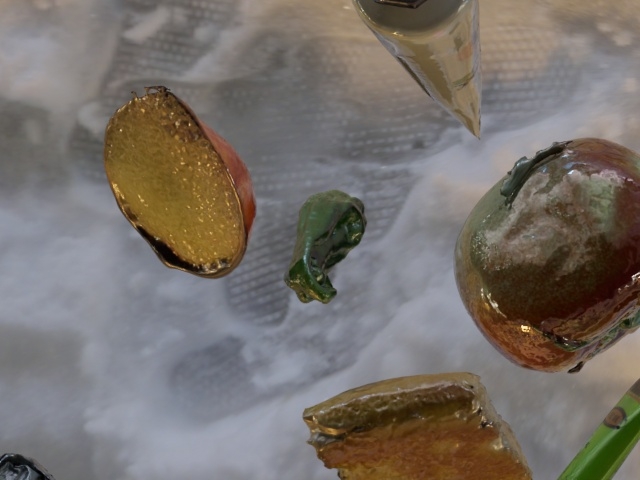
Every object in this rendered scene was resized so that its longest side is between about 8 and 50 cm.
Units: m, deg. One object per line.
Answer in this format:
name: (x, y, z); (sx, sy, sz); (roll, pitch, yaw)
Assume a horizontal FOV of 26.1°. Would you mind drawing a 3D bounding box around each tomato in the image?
tomato: (0.313, 0.013, 1.712); (0.303, 0.303, 0.239); (-42, 70, 17)

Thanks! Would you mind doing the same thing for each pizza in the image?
pizza: (0.100, 0.221, 1.290); (0.189, 0.071, 0.297); (-19, 133, 8)

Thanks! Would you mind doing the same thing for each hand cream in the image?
hand cream: (0.051, -0.095, 0.608); (0.050, 0.234, 0.080); (-15, 85, 10)
hand cream: (0.141, 0.120, 0.719); (0.023, 0.036, 0.122); (37, 92, -12)

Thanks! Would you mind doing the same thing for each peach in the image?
peach: (-0.147, -0.076, 1.492); (0.189, 0.068, 0.279); (22, 140, 15)

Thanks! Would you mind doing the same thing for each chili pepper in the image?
chili pepper: (0.006, 0.002, 1.603); (0.074, 0.257, 0.100); (-16, 109, 23)

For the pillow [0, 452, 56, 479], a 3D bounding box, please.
pillow: (-0.365, 0.355, 1.324); (0.161, 0.092, 0.335); (28, 87, 16)
